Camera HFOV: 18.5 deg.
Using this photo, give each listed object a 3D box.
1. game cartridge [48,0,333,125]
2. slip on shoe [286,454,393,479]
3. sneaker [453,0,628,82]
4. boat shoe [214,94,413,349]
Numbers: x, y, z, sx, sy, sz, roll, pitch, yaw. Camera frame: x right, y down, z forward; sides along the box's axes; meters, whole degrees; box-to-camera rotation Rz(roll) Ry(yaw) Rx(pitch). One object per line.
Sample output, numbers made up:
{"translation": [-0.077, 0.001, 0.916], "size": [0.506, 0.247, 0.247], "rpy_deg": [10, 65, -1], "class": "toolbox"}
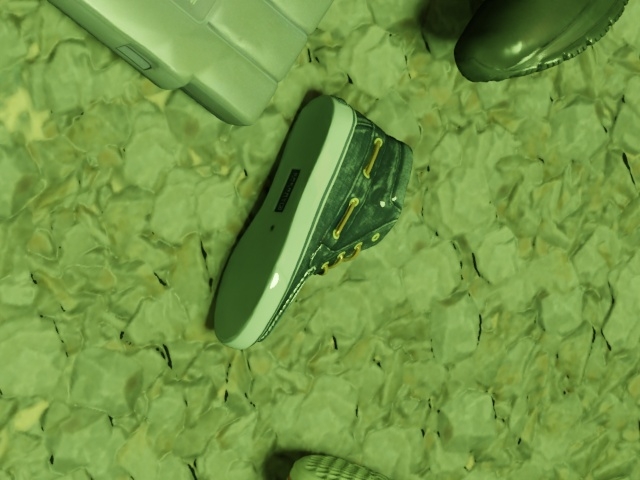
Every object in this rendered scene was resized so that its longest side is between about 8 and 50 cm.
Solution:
{"translation": [-0.120, -0.253, 1.204], "size": [0.355, 0.068, 0.230], "rpy_deg": [38, 84, -31], "class": "game cartridge"}
{"translation": [0.091, 0.253, 1.409], "size": [0.331, 0.123, 0.101], "rpy_deg": [39, 83, -36], "class": "slip on shoe"}
{"translation": [0.169, -0.226, 1.348], "size": [0.130, 0.109, 0.286], "rpy_deg": [49, 65, -24], "class": "sneaker"}
{"translation": [0.000, 0.000, 1.324], "size": [0.083, 0.065, 0.183], "rpy_deg": [28, 84, -31], "class": "boat shoe"}
